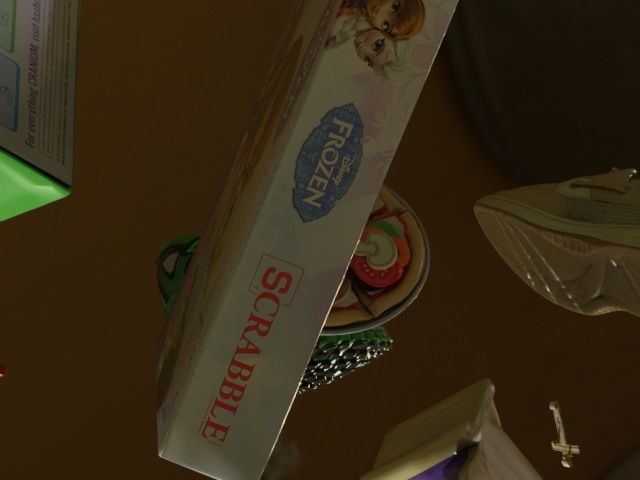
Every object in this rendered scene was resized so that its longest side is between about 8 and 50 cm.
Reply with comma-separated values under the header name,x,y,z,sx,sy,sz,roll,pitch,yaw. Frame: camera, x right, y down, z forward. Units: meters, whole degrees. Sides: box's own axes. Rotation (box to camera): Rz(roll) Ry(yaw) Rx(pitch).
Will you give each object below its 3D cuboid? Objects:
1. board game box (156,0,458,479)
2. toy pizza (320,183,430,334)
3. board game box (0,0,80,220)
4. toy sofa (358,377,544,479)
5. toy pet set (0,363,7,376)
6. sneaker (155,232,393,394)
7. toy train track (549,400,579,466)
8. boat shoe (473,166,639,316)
name,x,y,z,sx,sy,sz,roll,pitch,yaw
board game box,-0.020,-0.033,1.240,0.066,0.318,0.318,21,-175,-8
toy pizza,0.000,0.000,1.738,0.201,0.032,0.201,4,-131,-4
board game box,-0.249,-0.178,0.982,0.064,0.316,0.242,-20,-123,31
toy sofa,0.208,0.346,2.074,0.150,0.362,0.177,-31,-163,30
toy pet set,-0.415,0.167,2.105,0.065,0.114,0.122,-41,-157,32
sneaker,-0.042,0.069,2.060,0.134,0.146,0.343,-29,152,25
toy train track,0.286,0.234,2.323,0.014,0.083,0.048,-19,-169,-33
boat shoe,0.241,-0.005,1.589,0.098,0.109,0.302,-43,-156,-18
